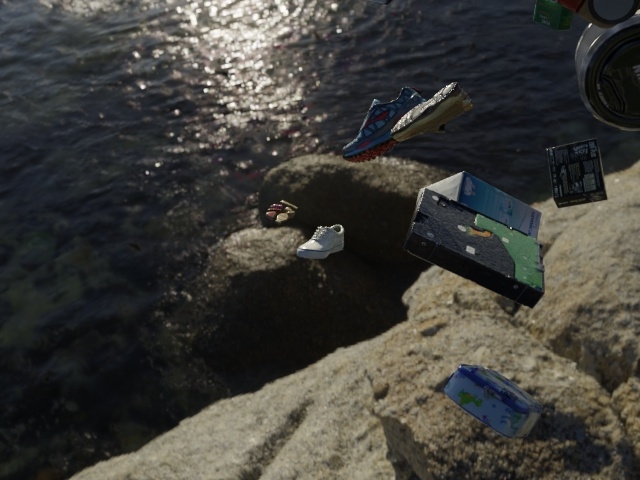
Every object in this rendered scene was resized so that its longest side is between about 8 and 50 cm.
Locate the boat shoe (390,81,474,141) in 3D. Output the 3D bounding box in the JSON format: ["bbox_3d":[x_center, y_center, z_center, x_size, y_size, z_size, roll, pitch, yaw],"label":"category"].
[{"bbox_3d":[0.225,-0.241,1.254,0.190,0.072,0.068,-26,31,49],"label":"boat shoe"}]

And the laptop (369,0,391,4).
[{"bbox_3d":[0.261,-0.656,1.404,0.408,0.236,0.382,-3,26,-22],"label":"laptop"}]

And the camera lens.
[{"bbox_3d":[0.637,-0.362,1.253,0.219,0.219,0.274,5,30,17],"label":"camera lens"}]

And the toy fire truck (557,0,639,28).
[{"bbox_3d":[0.322,-0.408,0.734,0.246,0.217,0.158,37,42,14],"label":"toy fire truck"}]

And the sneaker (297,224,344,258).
[{"bbox_3d":[0.000,0.000,2.020,0.094,0.091,0.258,8,13,24],"label":"sneaker"}]

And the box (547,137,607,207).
[{"bbox_3d":[0.787,-0.205,1.900,0.147,0.077,0.180,-11,65,27],"label":"box"}]

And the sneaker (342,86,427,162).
[{"bbox_3d":[0.161,-0.305,1.631,0.262,0.104,0.125,-32,75,12],"label":"sneaker"}]

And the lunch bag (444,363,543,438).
[{"bbox_3d":[0.371,0.338,1.325,0.176,0.219,0.090,33,96,35],"label":"lunch bag"}]

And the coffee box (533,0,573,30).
[{"bbox_3d":[0.564,-0.603,1.468,0.040,0.184,0.113,-9,32,-13],"label":"coffee box"}]

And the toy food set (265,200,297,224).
[{"bbox_3d":[-0.120,-0.079,1.807,0.078,0.019,0.122,27,32,17],"label":"toy food set"}]

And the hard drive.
[{"bbox_3d":[0.382,0.013,1.523,0.339,0.064,0.237,24,36,2],"label":"hard drive"}]

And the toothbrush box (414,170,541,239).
[{"bbox_3d":[0.451,-0.064,1.798,0.295,0.216,0.126,23,71,-22],"label":"toothbrush box"}]
